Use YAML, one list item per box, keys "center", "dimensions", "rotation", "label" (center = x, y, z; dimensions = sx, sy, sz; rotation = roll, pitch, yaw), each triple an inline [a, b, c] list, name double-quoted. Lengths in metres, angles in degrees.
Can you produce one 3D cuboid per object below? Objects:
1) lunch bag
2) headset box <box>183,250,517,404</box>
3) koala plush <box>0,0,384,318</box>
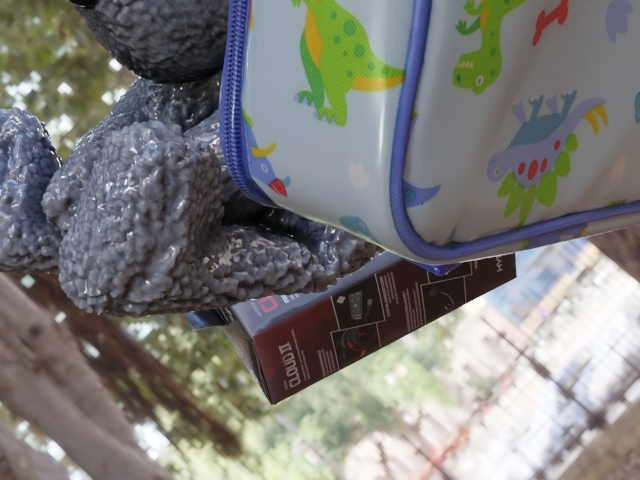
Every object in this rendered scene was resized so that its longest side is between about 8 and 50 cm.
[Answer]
- center: [0.070, -0.085, 0.415]
  dimensions: [0.219, 0.090, 0.176]
  rotation: [-12, -66, -44]
  label: "lunch bag"
- center: [0.000, 0.000, 1.236]
  dimensions: [0.293, 0.218, 0.110]
  rotation: [-26, -41, -12]
  label: "headset box"
- center: [-0.051, -0.094, 0.608]
  dimensions: [0.203, 0.196, 0.221]
  rotation: [-6, -80, -34]
  label: "koala plush"
